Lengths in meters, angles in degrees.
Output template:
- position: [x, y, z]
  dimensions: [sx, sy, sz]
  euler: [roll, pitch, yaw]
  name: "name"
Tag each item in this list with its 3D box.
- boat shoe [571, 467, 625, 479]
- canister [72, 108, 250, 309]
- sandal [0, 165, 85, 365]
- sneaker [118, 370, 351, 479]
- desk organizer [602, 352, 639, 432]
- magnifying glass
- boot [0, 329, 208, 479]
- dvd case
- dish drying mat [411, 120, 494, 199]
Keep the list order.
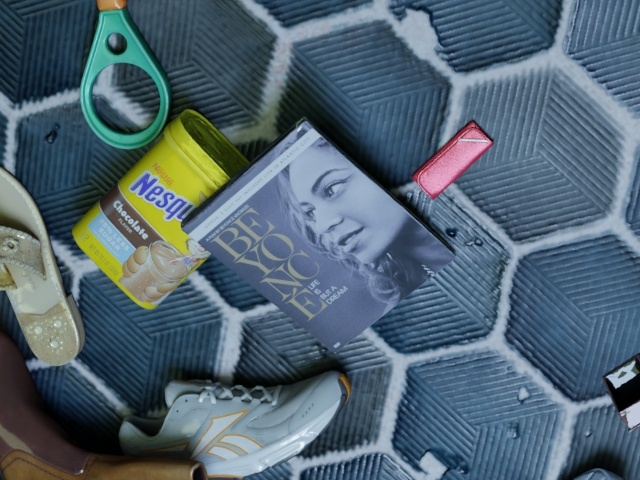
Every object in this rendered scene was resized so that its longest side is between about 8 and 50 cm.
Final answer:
- position: [0.239, 0.355, 1.570]
  dimensions: [0.094, 0.109, 0.302]
  euler: [24, 118, -13]
  name: "boat shoe"
- position: [-0.149, -0.028, 1.537]
  dimensions: [0.126, 0.073, 0.170]
  euler: [45, 110, -5]
  name: "canister"
- position: [-0.318, 0.026, 1.579]
  dimensions: [0.088, 0.079, 0.240]
  euler: [-24, 100, 16]
  name: "sandal"
- position: [-0.096, 0.181, 1.577]
  dimensions: [0.262, 0.099, 0.121]
  euler: [-28, 95, 15]
  name: "sneaker"
- position: [0.339, 0.126, 1.504]
  dimensions: [0.130, 0.047, 0.050]
  euler: [-36, 94, 17]
  name: "desk organizer"
- position: [-0.200, -0.203, 1.521]
  dimensions: [0.092, 0.026, 0.231]
  euler: [-3, 104, 12]
  name: "magnifying glass"
- position: [-0.236, 0.218, 1.551]
  dimensions: [0.280, 0.096, 0.264]
  euler: [6, 109, 37]
  name: "boot"
- position: [0.000, 0.000, 1.500]
  dimensions: [0.164, 0.018, 0.221]
  euler: [-39, 119, 18]
  name: "dvd case"
- position: [0.128, -0.077, 1.504]
  dimensions: [0.032, 0.008, 0.083]
  euler: [45, 108, -5]
  name: "dish drying mat"
